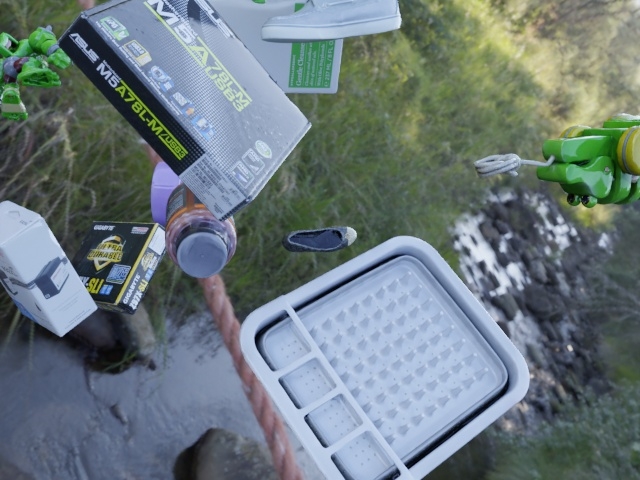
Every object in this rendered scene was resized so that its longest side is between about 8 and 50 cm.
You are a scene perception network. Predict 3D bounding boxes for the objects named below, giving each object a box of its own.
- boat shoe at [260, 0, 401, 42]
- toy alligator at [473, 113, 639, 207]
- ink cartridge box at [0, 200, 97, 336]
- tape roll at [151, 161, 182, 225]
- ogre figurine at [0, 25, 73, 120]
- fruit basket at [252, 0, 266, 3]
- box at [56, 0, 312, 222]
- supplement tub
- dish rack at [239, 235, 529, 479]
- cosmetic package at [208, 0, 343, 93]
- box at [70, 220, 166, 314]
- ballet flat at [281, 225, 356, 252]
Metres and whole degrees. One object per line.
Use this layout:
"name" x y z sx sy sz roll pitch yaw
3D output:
"boat shoe" 0.014 -0.339 1.036 0.079 0.228 0.081 21 -58 62
"toy alligator" 0.169 -0.043 0.424 0.056 0.190 0.051 17 -60 60
"ink cartridge box" -0.746 0.072 1.813 0.129 0.223 0.307 -42 131 -31
"tape roll" -0.430 -0.134 2.042 0.189 0.080 0.189 3 90 -88
"ogre figurine" -0.494 -0.285 1.168 0.097 0.197 0.118 15 46 -39
"fruit basket" -0.053 -0.551 0.995 0.392 0.392 0.283 46 46 -31
"box" -0.104 -0.133 0.615 0.190 0.045 0.184 49 33 -12
"supplement tub" -0.180 -0.017 1.050 0.106 0.106 0.198 49 7 -24
"dish rack" 0.084 0.165 0.932 0.333 0.072 0.285 -27 68 -28
"cosmetic package" -0.151 -0.398 1.342 0.155 0.366 0.197 -114 -156 -53
"box" -0.599 0.071 2.023 0.079 0.322 0.257 41 62 -43
"ballet flat" 0.000 0.000 1.540 0.049 0.173 0.057 168 -85 -73
